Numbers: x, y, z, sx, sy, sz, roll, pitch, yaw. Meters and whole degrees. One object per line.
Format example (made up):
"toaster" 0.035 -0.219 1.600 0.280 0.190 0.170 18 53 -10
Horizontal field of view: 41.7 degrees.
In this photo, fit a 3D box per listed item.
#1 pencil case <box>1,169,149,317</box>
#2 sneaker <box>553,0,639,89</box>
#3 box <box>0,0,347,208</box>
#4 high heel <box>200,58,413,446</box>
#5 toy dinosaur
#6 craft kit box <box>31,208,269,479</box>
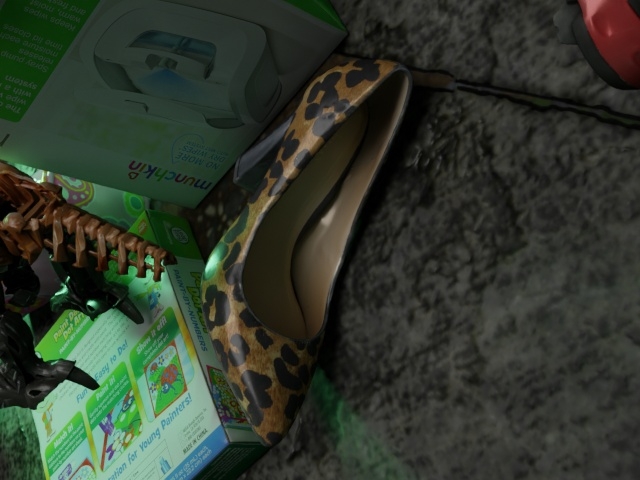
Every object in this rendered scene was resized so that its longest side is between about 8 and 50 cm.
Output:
"pencil case" -0.303 0.010 0.876 0.284 0.124 0.124 -30 60 37
"sneaker" 0.189 -0.227 0.466 0.135 0.098 0.275 -19 69 41
"box" -0.158 -0.166 0.676 0.231 0.262 0.126 -44 53 27
"high heel" 0.000 0.000 0.592 0.186 0.093 0.261 -32 50 42
"toy dinosaur" -0.255 0.016 0.650 0.164 0.218 0.322 -41 40 -24
"craft kit box" -0.172 0.144 0.760 0.250 0.061 0.246 -46 54 27
